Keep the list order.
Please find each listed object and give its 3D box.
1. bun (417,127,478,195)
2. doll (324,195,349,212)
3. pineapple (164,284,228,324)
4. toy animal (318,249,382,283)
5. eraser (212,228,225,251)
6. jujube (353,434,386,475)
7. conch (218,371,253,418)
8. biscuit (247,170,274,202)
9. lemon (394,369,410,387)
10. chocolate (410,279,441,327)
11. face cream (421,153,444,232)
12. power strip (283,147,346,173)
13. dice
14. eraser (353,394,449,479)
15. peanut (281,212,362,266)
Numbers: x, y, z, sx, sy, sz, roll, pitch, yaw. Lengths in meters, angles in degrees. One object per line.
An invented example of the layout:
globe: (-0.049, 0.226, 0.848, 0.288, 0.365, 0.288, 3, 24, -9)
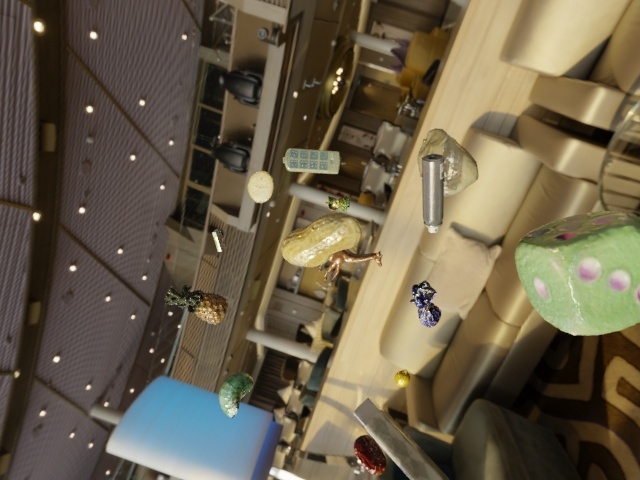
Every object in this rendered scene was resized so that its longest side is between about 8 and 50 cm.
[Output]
bun: (0.516, -0.300, 1.704, 0.205, 0.281, 0.281, -46, 9, 25)
doll: (0.077, -0.159, 1.881, 0.077, 0.113, 0.078, 75, -168, -52)
pineapple: (-0.507, 0.252, 1.689, 0.128, 0.248, 0.128, -54, 20, 31)
toy animal: (0.090, 0.072, 1.500, 0.230, 0.224, 0.066, -53, -16, 24)
eraser: (-0.396, -0.001, 1.613, 0.038, 0.019, 0.083, -58, -39, -60)
jujube: (0.147, 0.640, 1.235, 0.129, 0.077, 0.077, 42, 116, 64)
conch: (-0.383, 0.680, 1.871, 0.188, 0.121, 0.176, -49, -31, -57)
biscuit: (-0.275, -0.246, 1.900, 0.020, 0.152, 0.152, -1, -68, -62)
lemon: (0.351, 0.588, 1.768, 0.065, 0.065, 0.092, -65, -5, -74)
chocolate: (0.511, 0.306, 2.040, 0.126, 0.148, 0.343, -64, -33, -26)
face cream: (0.390, -0.156, 1.434, 0.073, 0.073, 0.284, -69, -26, -56)
power strip: (-0.020, -0.281, 1.468, 0.029, 0.226, 0.080, 124, 148, -82)
dice: (0.876, 0.098, 1.363, 0.318, 0.330, 0.323, -119, 9, -83)
eraser: (0.285, 0.726, 1.455, 0.082, 0.397, 0.213, -44, -19, -6)
peanut: (0.000, 0.000, 1.363, 0.313, 0.149, 0.149, -29, 27, 37)
